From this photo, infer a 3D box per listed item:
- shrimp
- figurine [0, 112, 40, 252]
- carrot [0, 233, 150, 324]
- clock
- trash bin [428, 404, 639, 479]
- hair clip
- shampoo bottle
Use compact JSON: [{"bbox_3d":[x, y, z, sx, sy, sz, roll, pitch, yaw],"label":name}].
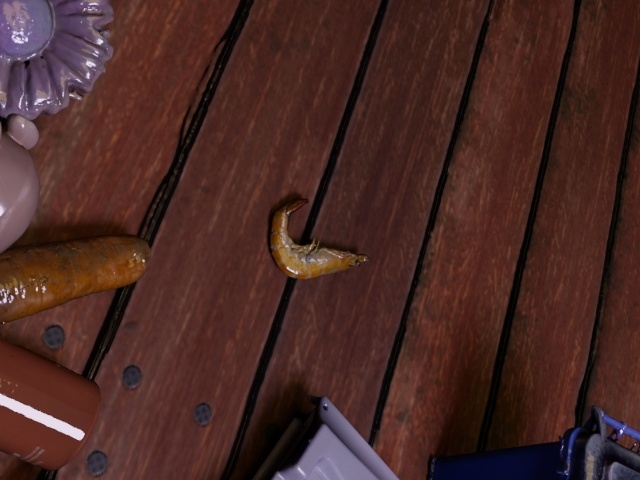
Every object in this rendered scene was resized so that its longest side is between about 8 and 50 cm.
[{"bbox_3d":[0.000,0.000,1.057,0.127,0.025,0.091,8,73,-36],"label":"shrimp"},{"bbox_3d":[-0.285,-0.040,0.764,0.125,0.125,0.138,39,60,-26],"label":"figurine"},{"bbox_3d":[-0.226,0.027,0.842,0.186,0.060,0.060,-18,91,-43],"label":"carrot"},{"bbox_3d":[-0.008,0.298,0.937,0.186,0.083,0.253,50,53,-18],"label":"clock"},{"bbox_3d":[0.235,0.285,1.042,0.162,0.234,0.184,29,62,-33],"label":"trash bin"},{"bbox_3d":[-0.225,-0.231,0.898,0.300,0.069,0.173,-44,107,-38],"label":"hair clip"},{"bbox_3d":[-0.290,0.096,0.753,0.244,0.085,0.085,36,58,-28],"label":"shampoo bottle"}]
